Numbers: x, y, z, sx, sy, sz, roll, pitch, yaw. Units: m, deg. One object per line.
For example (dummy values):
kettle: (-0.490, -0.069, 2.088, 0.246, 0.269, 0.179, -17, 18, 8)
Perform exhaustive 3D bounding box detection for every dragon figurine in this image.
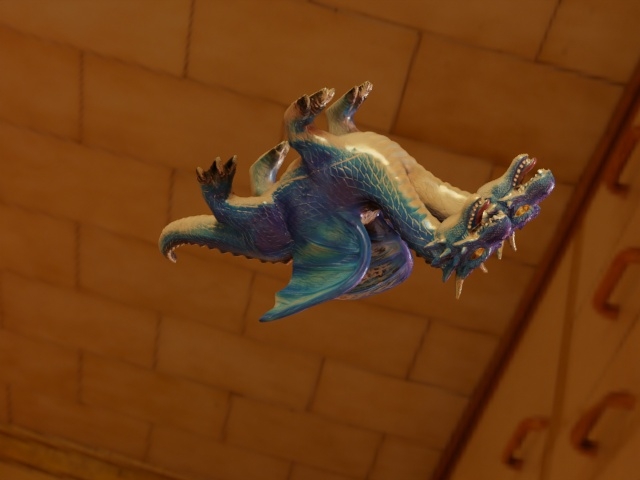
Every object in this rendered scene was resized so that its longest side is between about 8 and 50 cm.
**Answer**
dragon figurine: (0.000, 0.000, 0.810, 0.289, 0.085, 0.144, -31, 82, 33)
